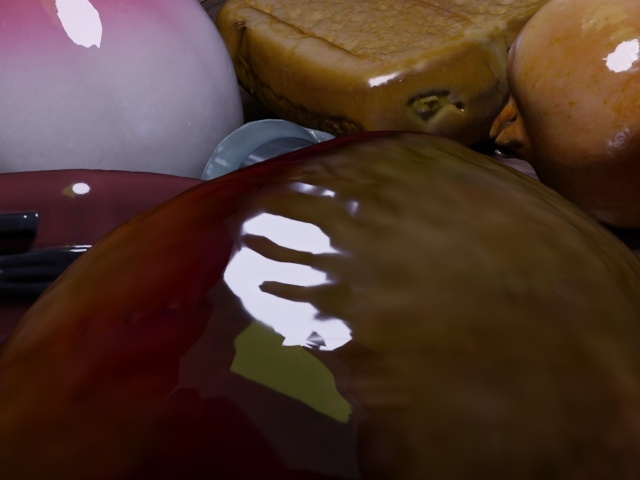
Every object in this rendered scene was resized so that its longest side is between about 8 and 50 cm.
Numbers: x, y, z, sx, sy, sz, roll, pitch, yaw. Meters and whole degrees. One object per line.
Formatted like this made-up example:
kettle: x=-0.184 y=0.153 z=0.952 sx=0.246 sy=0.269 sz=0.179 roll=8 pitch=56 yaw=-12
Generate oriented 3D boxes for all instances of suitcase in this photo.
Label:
suitcase: x=-0.202 y=0.037 z=1.086 sx=0.297 sy=0.161 sz=0.236 roll=-4 pitch=-3 yaw=34

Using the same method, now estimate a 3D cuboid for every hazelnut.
hazelnut: x=0.005 y=0.135 z=0.722 sx=0.420 sy=0.353 sz=0.421 roll=-17 pitch=6 yaw=2

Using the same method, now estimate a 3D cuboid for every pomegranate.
pomegranate: x=0.248 y=-0.108 z=1.223 sx=0.209 sy=0.209 sz=0.209 roll=-10 pitch=29 yaw=5

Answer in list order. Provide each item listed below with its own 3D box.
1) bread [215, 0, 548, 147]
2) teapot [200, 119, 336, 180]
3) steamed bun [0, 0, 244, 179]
bread: x=0.089 y=-0.189 z=1.480 sx=0.328 sy=0.148 sz=0.337 roll=-32 pitch=36 yaw=-23
teapot: x=0.000 y=0.000 z=1.186 sx=0.203 sy=0.171 sz=0.225 roll=-54 pitch=33 yaw=-8
steamed bun: x=-0.220 y=-0.150 z=1.384 sx=0.309 sy=0.309 sz=0.309 roll=-10 pitch=29 yaw=5
